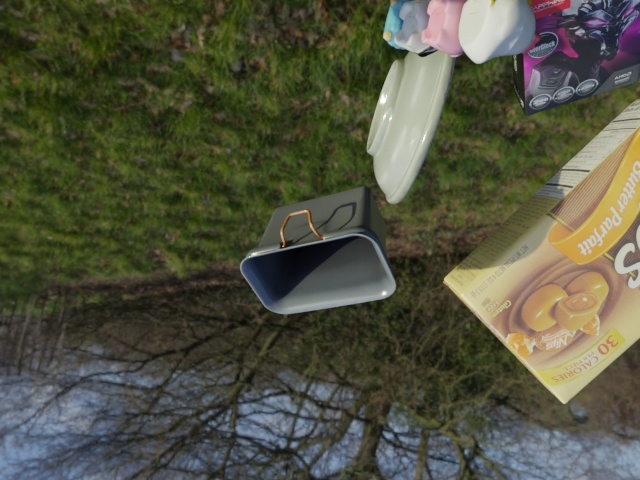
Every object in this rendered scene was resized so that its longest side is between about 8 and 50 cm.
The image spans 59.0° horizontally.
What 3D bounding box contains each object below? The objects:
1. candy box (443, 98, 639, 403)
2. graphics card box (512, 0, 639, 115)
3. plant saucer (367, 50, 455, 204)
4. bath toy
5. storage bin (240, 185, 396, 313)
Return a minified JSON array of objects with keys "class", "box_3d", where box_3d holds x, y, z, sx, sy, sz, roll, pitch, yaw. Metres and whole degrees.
[{"class":"candy box","box_3d":[0.324,0.009,0.654,0.183,0.316,0.087,46,-177,-8]},{"class":"graphics card box","box_3d":[0.471,-0.416,1.039,0.232,0.094,0.371,-16,145,10]},{"class":"plant saucer","box_3d":[0.181,-0.284,1.258,0.100,0.401,0.400,17,168,-4]},{"class":"bath toy","box_3d":[0.237,-0.372,0.945,0.129,0.151,0.348,6,-159,-23]},{"class":"storage bin","box_3d":[0.000,0.000,0.545,0.135,0.091,0.098,-13,129,21]}]
